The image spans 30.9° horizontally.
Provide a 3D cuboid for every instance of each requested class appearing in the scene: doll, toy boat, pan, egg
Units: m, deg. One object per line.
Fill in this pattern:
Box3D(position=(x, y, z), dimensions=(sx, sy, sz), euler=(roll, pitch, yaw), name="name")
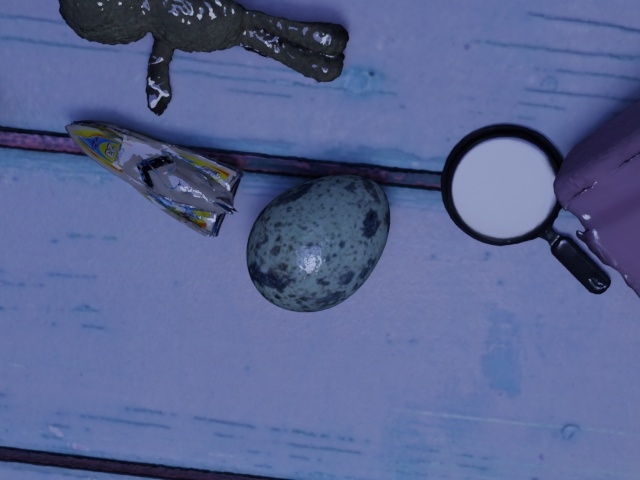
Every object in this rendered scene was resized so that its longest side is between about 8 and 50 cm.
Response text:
Box3D(position=(-0.125, -0.235, 1.191), dimensions=(0.285, 0.091, 0.203), euler=(-3, 143, 19), name="doll")
Box3D(position=(-0.182, -0.079, 1.262), dimensions=(0.210, 0.066, 0.084), euler=(25, 109, -2), name="toy boat")
Box3D(position=(0.233, -0.023, 1.256), dimensions=(0.235, 0.028, 0.136), euler=(44, 108, -9), name="pan")
Box3D(position=(0.000, 0.000, 1.235), dimensions=(0.172, 0.132, 0.132), euler=(-41, 101, 5), name="egg")

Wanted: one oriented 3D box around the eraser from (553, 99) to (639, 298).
Box3D(position=(0.446, -0.060, 1.110), dimensions=(0.272, 0.122, 0.359), euler=(45, 131, -11), name="eraser")
